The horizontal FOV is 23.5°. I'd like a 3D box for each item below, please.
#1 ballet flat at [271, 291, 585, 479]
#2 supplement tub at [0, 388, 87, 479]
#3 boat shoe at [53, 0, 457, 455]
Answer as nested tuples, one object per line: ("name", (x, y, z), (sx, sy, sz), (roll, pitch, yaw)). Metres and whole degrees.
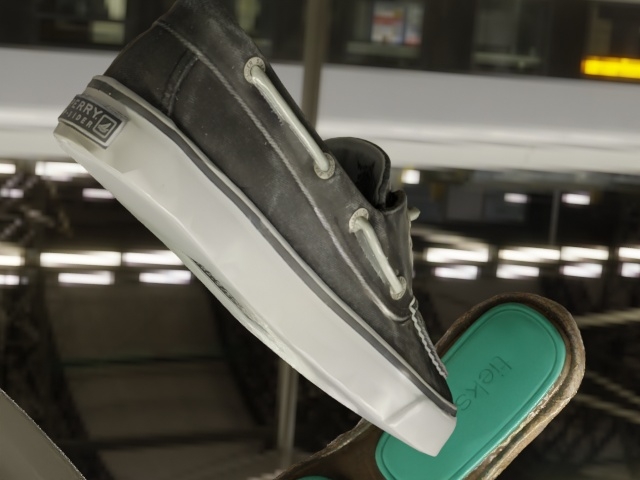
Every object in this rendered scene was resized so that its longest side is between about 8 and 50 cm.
("ballet flat", (0.042, 0.158, 0.943), (0.107, 0.316, 0.106), (51, -174, 13))
("supplement tub", (-0.202, 0.168, 0.343), (0.241, 0.331, 0.241), (46, -178, -2))
("boat shoe", (0.000, 0.000, 0.726), (0.108, 0.102, 0.301), (30, 167, 47))
